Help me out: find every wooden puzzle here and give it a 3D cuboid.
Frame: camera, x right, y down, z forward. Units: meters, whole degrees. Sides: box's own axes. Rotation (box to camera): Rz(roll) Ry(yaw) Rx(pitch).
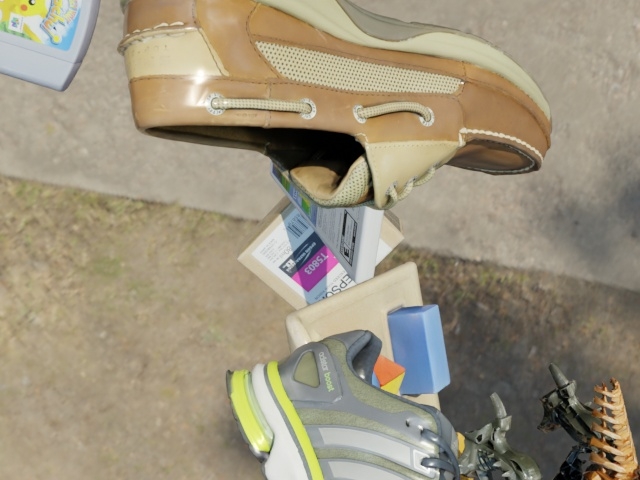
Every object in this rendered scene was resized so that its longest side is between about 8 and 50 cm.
[{"bbox_3d":[0.086,0.204,1.133,0.080,0.348,0.322,-8,95,25],"label":"wooden puzzle"}]

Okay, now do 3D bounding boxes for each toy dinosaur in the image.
[{"bbox_3d":[0.266,0.247,1.029,0.218,0.164,0.322,51,133,41],"label":"toy dinosaur"}]

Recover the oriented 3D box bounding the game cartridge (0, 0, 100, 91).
[{"bbox_3d":[-0.135,-0.117,0.500,0.056,0.017,0.083,16,109,0],"label":"game cartridge"}]

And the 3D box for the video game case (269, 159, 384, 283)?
[{"bbox_3d":[0.012,-0.149,1.529,0.300,0.036,0.329,52,148,40],"label":"video game case"}]

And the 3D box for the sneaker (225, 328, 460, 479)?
[{"bbox_3d":[0.048,0.173,0.662,0.300,0.121,0.111,55,178,31],"label":"sneaker"}]

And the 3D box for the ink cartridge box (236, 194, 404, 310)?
[{"bbox_3d":[0.000,0.000,1.811,0.193,0.088,0.235,40,105,-14],"label":"ink cartridge box"}]

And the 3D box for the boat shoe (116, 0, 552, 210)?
[{"bbox_3d":[0.014,-0.076,0.643,0.122,0.324,0.120,-9,72,51],"label":"boat shoe"}]
